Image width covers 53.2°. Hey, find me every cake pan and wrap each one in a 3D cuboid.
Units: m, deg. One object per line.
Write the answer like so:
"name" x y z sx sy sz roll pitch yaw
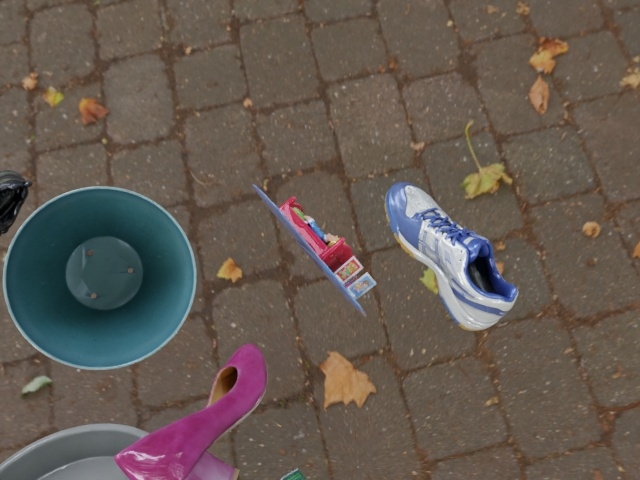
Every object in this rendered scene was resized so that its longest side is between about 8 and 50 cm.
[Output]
"cake pan" -0.313 0.364 0.807 0.293 0.054 0.293 -3 35 2

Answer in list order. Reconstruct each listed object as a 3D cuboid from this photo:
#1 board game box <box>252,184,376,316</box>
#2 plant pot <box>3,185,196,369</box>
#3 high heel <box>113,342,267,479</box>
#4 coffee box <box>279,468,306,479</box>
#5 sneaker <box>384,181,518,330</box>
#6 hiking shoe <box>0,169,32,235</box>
"board game box" 0.000 0.000 0.627 0.033 0.133 0.169 -40 104 -4
"plant pot" -0.373 0.060 1.100 0.290 0.195 0.290 0 89 -19
"high heel" -0.133 0.177 0.700 0.117 0.082 0.244 36 33 -14
"coffee box" -0.007 0.404 0.826 0.040 0.113 0.184 -17 55 -42
"sneaker" 0.229 0.005 1.092 0.111 0.131 0.296 -29 78 -31
"hiking shoe" -0.613 -0.033 1.147 0.114 0.086 0.227 14 66 54
